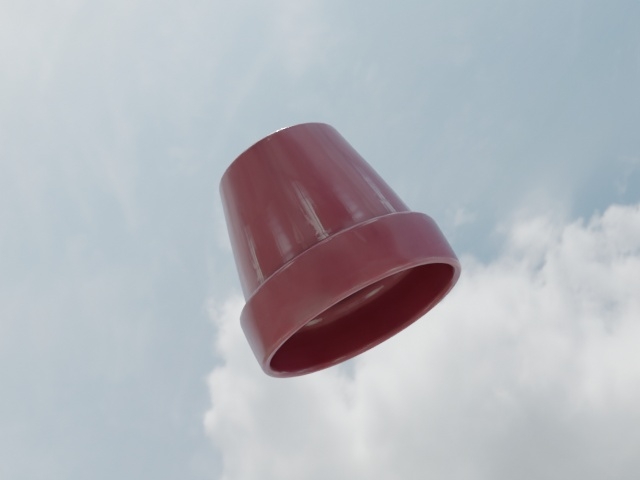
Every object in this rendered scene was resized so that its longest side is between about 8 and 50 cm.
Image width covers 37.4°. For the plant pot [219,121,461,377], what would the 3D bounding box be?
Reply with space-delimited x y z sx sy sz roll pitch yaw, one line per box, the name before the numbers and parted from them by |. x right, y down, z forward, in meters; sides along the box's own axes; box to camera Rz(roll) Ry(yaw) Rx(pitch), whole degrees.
plant pot | 0.000 0.000 0.870 0.201 0.201 0.180 -39 -113 28
